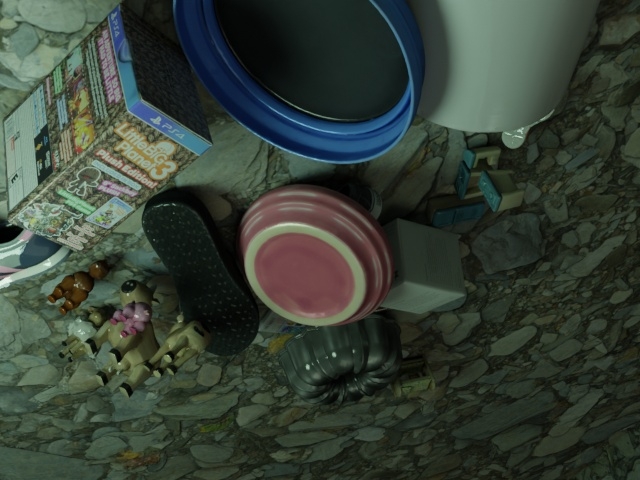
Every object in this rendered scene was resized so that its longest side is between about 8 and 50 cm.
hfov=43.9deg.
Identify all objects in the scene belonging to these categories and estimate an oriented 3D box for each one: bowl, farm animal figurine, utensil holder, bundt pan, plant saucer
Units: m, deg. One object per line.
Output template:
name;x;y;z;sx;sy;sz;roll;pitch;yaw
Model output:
bowl;-0.029;-0.280;1.159;0.391;0.077;0.391;22;147;15
farm animal figurine;-0.366;0.177;1.602;0.172;0.330;0.326;-47;161;-41
utensil holder;0.247;-0.396;1.128;0.328;0.327;0.385;-13;144;-10
bundt pan;0.063;0.318;2.019;0.331;0.124;0.331;-11;146;-7
plant saucer;-0.021;0.049;1.585;0.332;0.084;0.332;10;126;13

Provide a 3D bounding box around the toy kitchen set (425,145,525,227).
toy kitchen set;0.317;-0.075;1.656;0.122;0.166;0.207;-10;140;-12

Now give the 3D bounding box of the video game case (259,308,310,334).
video game case;-0.055;0.171;1.906;0.143;0.019;0.157;9;132;-33

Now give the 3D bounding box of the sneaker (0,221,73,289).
sneaker;-0.616;0.029;1.442;0.319;0.112;0.131;-25;125;2

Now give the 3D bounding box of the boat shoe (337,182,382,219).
boat shoe;0.000;0.000;1.657;0.102;0.108;0.301;19;125;-39

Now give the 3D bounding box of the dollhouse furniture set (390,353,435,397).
dollhouse furniture set;0.213;0.422;2.254;0.182;0.101;0.161;-8;140;-15

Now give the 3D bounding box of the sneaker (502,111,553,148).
sneaker;0.422;-0.254;1.588;0.065;0.061;0.158;-38;171;-46

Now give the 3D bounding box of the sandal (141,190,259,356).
sandal;-0.228;0.066;1.635;0.168;0.107;0.445;-6;130;9

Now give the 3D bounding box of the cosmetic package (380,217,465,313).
cosmetic package;0.194;0.060;1.745;0.184;0.151;0.151;14;151;-35

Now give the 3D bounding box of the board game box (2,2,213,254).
board game box;-0.334;-0.166;1.212;0.291;0.232;0.141;-36;140;20

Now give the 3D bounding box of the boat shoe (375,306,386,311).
boat shoe;0.197;0.127;1.922;0.207;0.073;0.073;-28;145;12
